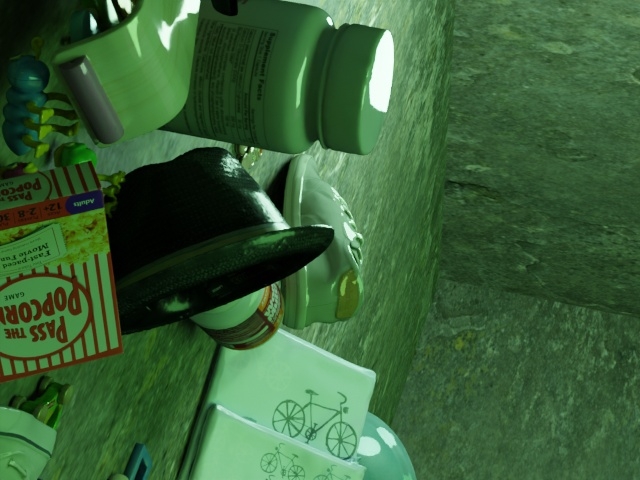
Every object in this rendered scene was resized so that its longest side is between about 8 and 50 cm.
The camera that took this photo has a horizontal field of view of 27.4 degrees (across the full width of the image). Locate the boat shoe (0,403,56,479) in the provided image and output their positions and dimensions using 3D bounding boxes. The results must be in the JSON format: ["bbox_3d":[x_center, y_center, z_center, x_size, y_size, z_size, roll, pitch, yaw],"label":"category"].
[{"bbox_3d":[-0.307,0.191,1.164,0.267,0.096,0.088,85,14,-75],"label":"boat shoe"}]

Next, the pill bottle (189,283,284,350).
[{"bbox_3d":[-0.126,0.069,1.760,0.221,0.121,0.121,61,42,-71],"label":"pill bottle"}]

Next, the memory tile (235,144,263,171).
[{"bbox_3d":[-0.099,-0.173,1.911,0.113,0.012,0.148,-52,151,-63],"label":"memory tile"}]

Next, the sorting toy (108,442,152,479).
[{"bbox_3d":[-0.263,0.420,1.635,0.348,0.047,0.196,-65,161,-46],"label":"sorting toy"}]

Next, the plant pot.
[{"bbox_3d":[0.007,0.471,2.417,0.196,0.293,0.293,-10,113,-48],"label":"plant pot"}]

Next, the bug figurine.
[{"bbox_3d":[-0.242,-0.097,1.227,0.279,0.072,0.216,-51,155,-71],"label":"bug figurine"}]

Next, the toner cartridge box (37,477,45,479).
[{"bbox_3d":[-0.330,0.412,1.278,0.348,0.075,0.165,-63,159,-49],"label":"toner cartridge box"}]

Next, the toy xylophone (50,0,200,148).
[{"bbox_3d":[-0.174,-0.255,1.180,0.323,0.081,0.236,-85,163,-48],"label":"toy xylophone"}]

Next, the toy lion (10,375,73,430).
[{"bbox_3d":[-0.296,0.200,1.351,0.100,0.034,0.096,-42,148,-70],"label":"toy lion"}]

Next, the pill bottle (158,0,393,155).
[{"bbox_3d":[-0.074,-0.180,1.400,0.160,0.283,0.160,11,90,-78],"label":"pill bottle"}]

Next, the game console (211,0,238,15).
[{"bbox_3d":[-0.112,-0.369,1.301,0.213,0.044,0.361,71,7,-58],"label":"game console"}]

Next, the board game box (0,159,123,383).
[{"bbox_3d":[-0.254,0.033,1.133,0.045,0.146,0.193,-120,-158,-46],"label":"board game box"}]

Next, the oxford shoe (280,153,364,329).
[{"bbox_3d":[0.000,0.000,2.051,0.449,0.130,0.169,-96,-174,-63],"label":"oxford shoe"}]

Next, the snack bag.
[{"bbox_3d":[-0.052,0.307,2.023,0.323,0.037,0.343,29,66,-32],"label":"snack bag"}]

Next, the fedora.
[{"bbox_3d":[-0.147,-0.008,1.425,0.334,0.334,0.153,11,57,-77],"label":"fedora"}]
